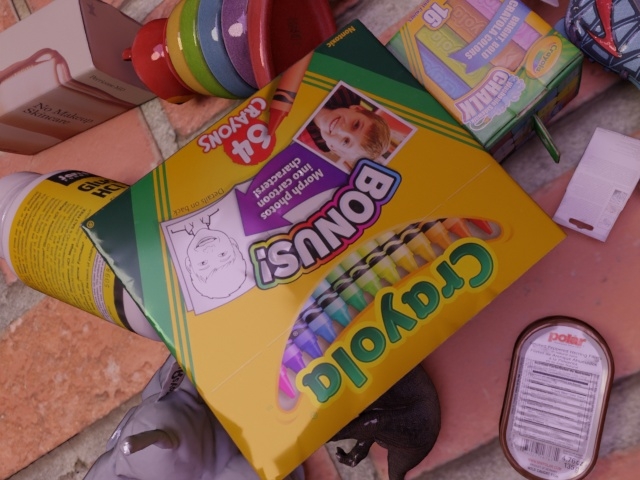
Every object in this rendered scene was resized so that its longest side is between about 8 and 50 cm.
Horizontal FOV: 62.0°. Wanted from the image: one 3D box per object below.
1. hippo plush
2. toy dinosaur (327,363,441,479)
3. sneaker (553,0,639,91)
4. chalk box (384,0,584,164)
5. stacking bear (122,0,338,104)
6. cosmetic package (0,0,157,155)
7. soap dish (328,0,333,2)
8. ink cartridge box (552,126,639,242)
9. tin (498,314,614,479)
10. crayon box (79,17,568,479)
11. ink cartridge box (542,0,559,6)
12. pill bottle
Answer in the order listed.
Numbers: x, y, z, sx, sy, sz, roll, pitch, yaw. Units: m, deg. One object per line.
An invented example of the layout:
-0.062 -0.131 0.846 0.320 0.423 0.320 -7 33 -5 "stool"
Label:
-0.133 0.269 0.684 0.237 0.234 0.294 36 131 -8 "hippo plush"
0.071 0.184 0.625 0.161 0.121 0.313 -21 82 13 "toy dinosaur"
0.322 -0.225 0.578 0.125 0.104 0.261 -19 74 36 "sneaker"
0.197 -0.173 0.592 0.132 0.132 0.213 -45 73 14 "chalk box"
-0.140 -0.259 0.723 0.289 0.175 0.164 2 111 33 "stacking bear"
-0.424 -0.249 0.839 0.296 0.153 0.129 -18 82 22 "cosmetic package"
0.047 -0.481 0.678 0.291 0.118 0.228 -33 76 18 "soap dish"
0.312 -0.061 0.594 0.063 0.029 0.115 27 98 21 "ink cartridge box"
0.264 0.179 0.597 0.106 0.040 0.189 10 91 18 "tin"
0.000 0.000 0.557 0.363 0.106 0.313 -39 77 -6 "crayon box"
0.221 -0.347 0.554 0.062 0.104 0.181 -35 51 57 "ink cartridge box"
-0.313 0.005 0.758 0.334 0.188 0.187 16 93 22 "pill bottle"
